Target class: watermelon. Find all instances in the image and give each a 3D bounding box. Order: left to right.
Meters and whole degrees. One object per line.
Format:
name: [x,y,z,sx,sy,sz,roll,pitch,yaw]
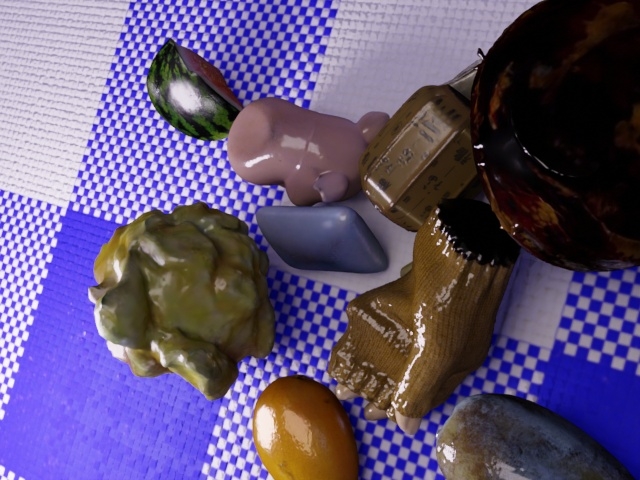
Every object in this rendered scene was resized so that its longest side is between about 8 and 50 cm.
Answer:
watermelon: [-0.206,-0.234,1.545,0.137,0.193,0.145,-20,61,-21]

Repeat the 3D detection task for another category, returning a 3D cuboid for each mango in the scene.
mango: [-0.016,0.297,1.293,0.144,0.112,0.219,-30,75,24]

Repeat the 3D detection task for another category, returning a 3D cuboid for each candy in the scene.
candy: [0.000,0.000,1.335,0.174,0.138,0.071,3,56,35]

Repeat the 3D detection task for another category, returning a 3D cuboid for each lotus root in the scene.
lotus root: [0.286,0.293,1.060,0.322,0.158,0.140,31,121,30]

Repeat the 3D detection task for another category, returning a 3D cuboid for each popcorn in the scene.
popcorn: [-0.198,0.083,1.362,0.335,0.274,0.279,-9,53,60]

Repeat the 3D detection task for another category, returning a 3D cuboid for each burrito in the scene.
burrito: [0.216,-0.226,1.290,0.229,0.063,0.058,-23,39,29]

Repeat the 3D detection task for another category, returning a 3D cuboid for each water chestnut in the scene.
water chestnut: [0.322,-0.122,1.080,0.335,0.347,0.336,1,79,-3]

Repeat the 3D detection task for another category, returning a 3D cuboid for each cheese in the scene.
cheese: [0.149,0.033,1.282,0.083,0.044,0.030,-31,79,21]

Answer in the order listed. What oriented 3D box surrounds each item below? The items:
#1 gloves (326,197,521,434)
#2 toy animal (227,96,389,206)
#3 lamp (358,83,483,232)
gloves: [0.144,0.113,1.192,0.356,0.155,0.203,-57,36,26]
toy animal: [-0.031,-0.138,1.376,0.250,0.154,0.167,15,79,32]
lamp: [0.152,-0.111,1.246,0.185,0.161,0.161,-47,58,18]
